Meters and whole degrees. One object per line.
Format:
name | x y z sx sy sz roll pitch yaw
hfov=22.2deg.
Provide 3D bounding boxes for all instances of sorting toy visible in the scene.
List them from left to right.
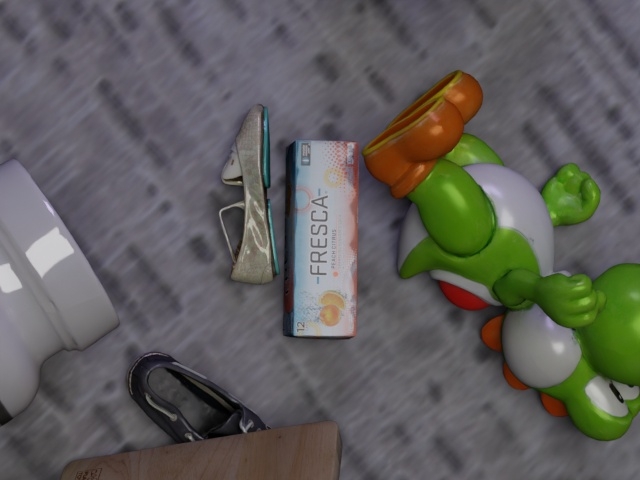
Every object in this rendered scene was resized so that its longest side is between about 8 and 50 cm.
sorting toy | -0.107 0.275 1.362 0.255 0.257 0.089 -10 116 10

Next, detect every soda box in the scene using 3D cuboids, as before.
soda box | 0.000 0.000 1.511 0.063 0.058 0.183 2 86 -10

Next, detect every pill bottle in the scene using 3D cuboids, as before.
pill bottle | -0.367 0.095 1.360 0.363 0.210 0.210 -33 93 -11

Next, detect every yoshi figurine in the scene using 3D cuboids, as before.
yoshi figurine | 0.212 0.010 1.486 0.203 0.203 0.362 -39 97 -17

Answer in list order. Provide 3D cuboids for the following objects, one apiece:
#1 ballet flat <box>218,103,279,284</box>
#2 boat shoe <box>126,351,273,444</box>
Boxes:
ballet flat | -0.069 -0.043 1.503 0.052 0.057 0.168 -4 87 -1
boat shoe | -0.090 0.177 1.480 0.206 0.065 0.075 40 78 -7
